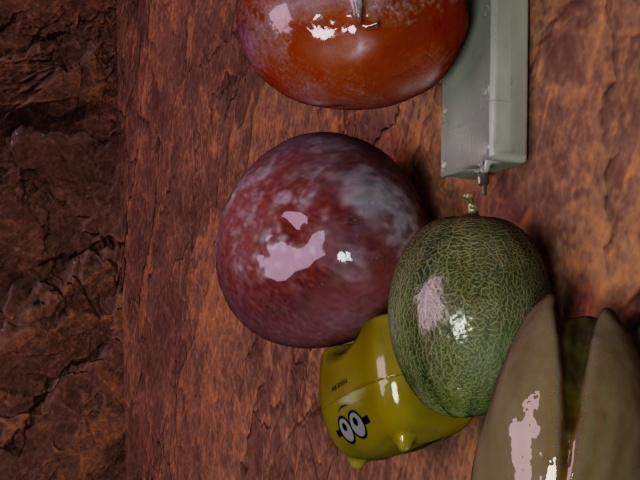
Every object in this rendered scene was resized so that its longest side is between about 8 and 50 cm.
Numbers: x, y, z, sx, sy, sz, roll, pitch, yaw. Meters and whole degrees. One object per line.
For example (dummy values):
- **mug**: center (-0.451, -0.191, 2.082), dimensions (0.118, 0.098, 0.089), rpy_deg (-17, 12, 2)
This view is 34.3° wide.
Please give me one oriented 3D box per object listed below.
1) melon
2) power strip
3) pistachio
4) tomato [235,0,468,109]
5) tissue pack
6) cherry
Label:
- **melon**: center (0.127, 0.055, 0.885), dimensions (0.139, 0.139, 0.192), rpy_deg (176, 97, -68)
- **power strip**: center (0.157, -0.223, 0.993), dimensions (0.106, 0.043, 0.367), rpy_deg (163, 110, -69)
- **pistachio**: center (0.178, 0.154, 0.765), dimensions (0.136, 0.136, 0.226), rpy_deg (172, 108, -68)
- **tomato**: center (0.029, -0.223, 0.983), dimensions (0.188, 0.232, 0.232), rpy_deg (55, -158, -56)
- **tissue pack**: center (0.075, 0.149, 1.013), dimensions (0.178, 0.123, 0.127), rpy_deg (138, 126, -60)
- **cherry**: center (0.000, 0.000, 1.116), dimensions (0.285, 0.213, 0.236), rpy_deg (9, 91, 53)
